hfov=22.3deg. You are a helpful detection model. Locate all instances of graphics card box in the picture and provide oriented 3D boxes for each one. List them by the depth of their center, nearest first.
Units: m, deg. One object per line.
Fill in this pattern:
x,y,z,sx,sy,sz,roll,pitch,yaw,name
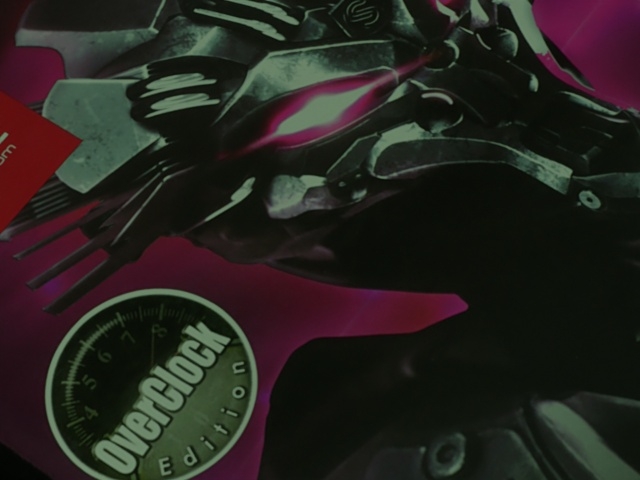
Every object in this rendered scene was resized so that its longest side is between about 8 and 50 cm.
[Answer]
0.000,0.000,0.484,0.371,0.094,0.233,32,67,18,graphics card box
